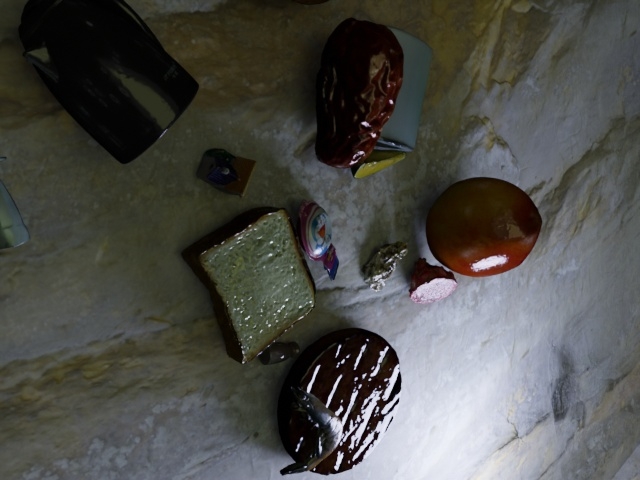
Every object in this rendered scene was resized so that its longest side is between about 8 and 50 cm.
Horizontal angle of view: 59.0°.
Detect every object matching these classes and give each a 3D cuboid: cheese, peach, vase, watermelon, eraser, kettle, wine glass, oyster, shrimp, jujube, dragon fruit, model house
[{"bbox_3d":[0.000,0.000,1.427,0.244,0.062,0.155,63,34,-38],"label":"cheese"},{"bbox_3d":[0.472,-0.039,1.637,0.307,0.332,0.308,7,80,-42],"label":"peach"},{"bbox_3d":[-0.102,0.279,1.414,0.100,0.053,0.053,0,98,-42],"label":"vase"},{"bbox_3d":[0.134,-0.197,1.498,0.181,0.092,0.075,-21,124,-43],"label":"watermelon"},{"bbox_3d":[0.195,-0.392,1.500,0.189,0.104,0.290,10,91,-35],"label":"eraser"},{"bbox_3d":[-0.383,-0.327,1.021,0.290,0.207,0.268,44,41,-25],"label":"kettle"},{"bbox_3d":[-0.560,-0.065,0.984,0.073,0.073,0.155,-16,104,-35],"label":"wine glass"},{"bbox_3d":[0.181,0.064,1.602,0.108,0.053,0.166,31,85,-27],"label":"oyster"},{"bbox_3d":[-0.049,0.479,1.387,0.198,0.051,0.262,-47,128,-18],"label":"shrimp"},{"bbox_3d":[0.080,-0.339,1.346,0.216,0.216,0.342,10,99,-39],"label":"jujube"},{"bbox_3d":[0.331,0.111,1.703,0.153,0.153,0.111,17,49,-39],"label":"dragon fruit"},{"bbox_3d":[-0.198,-0.153,1.232,0.100,0.100,0.088,29,80,-37],"label":"model house"}]

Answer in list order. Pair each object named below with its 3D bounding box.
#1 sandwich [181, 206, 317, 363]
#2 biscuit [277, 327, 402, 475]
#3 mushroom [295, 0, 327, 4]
[{"bbox_3d":[-0.149,0.087,1.315,0.271,0.099,0.301,-35,116,-35],"label":"sandwich"},{"bbox_3d":[0.055,0.433,1.543,0.407,0.091,0.408,-10,107,-36],"label":"biscuit"},{"bbox_3d":[-0.053,-0.645,1.159,0.345,0.259,0.346,-8,104,-37],"label":"mushroom"}]
